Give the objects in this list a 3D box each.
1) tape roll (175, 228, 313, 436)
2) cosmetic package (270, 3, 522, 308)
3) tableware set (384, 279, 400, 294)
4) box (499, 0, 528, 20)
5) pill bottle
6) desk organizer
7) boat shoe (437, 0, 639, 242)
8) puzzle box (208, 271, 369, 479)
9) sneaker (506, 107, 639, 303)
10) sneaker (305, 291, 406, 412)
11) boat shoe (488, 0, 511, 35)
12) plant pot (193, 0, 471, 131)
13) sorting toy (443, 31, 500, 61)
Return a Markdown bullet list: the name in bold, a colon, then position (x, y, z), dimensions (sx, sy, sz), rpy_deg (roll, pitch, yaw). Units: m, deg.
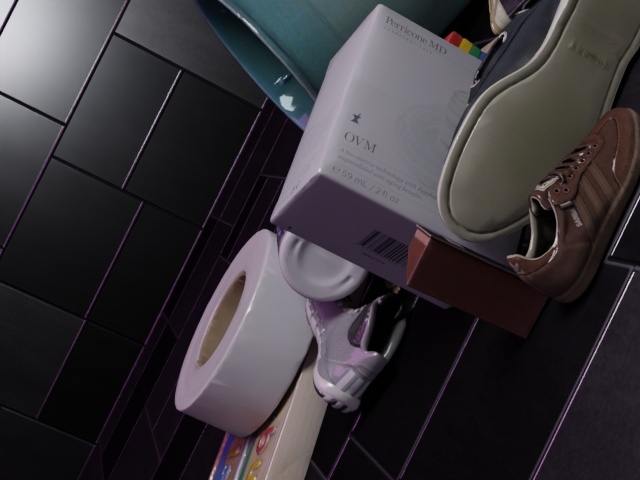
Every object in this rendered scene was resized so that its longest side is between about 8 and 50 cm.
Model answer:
- **tape roll**: position (-0.099, 0.131, 1.462), dimensions (0.286, 0.100, 0.286), rpy_deg (-56, 16, 26)
- **cosmetic package**: position (0.100, -0.086, 1.096), dimensions (0.138, 0.224, 0.224), rpy_deg (-41, 26, 58)
- **tableware set**: position (0.134, -0.009, 1.261), dimensions (0.168, 0.020, 0.141), rpy_deg (-65, 16, -12)
- **box**: position (0.276, -0.350, 1.253), dimensions (0.162, 0.029, 0.116), rpy_deg (-47, 32, 27)
- **pill bottle**: position (0.000, 0.000, 1.314), dimensions (0.112, 0.112, 0.186), rpy_deg (-61, 10, 10)
- **desk organizer**: position (0.138, 0.038, 0.936), dimensions (0.050, 0.130, 0.047), rpy_deg (-64, 14, 7)
- **boat shoe**: position (0.211, -0.148, 1.020), dimensions (0.340, 0.127, 0.113), rpy_deg (-63, 13, -4)
- **puzzle box**: position (-0.062, 0.238, 1.453), dimensions (0.272, 0.052, 0.408), rpy_deg (-38, 28, 58)
- **sneaker**: position (0.222, -0.042, 0.897), dimensions (0.188, 0.071, 0.066), rpy_deg (-68, 15, -15)
- **sneaker**: position (0.053, 0.096, 1.265), dimensions (0.132, 0.086, 0.228), rpy_deg (-48, 26, 24)
- **boat shoe**: position (0.243, -0.331, 1.377), dimensions (0.048, 0.056, 0.153), rpy_deg (-46, 29, 37)
- **plant pot**: position (0.041, -0.359, 1.544), dimensions (0.334, 0.341, 0.341), rpy_deg (-42, 14, -4)
- **sorting toy**: position (0.122, -0.146, 1.357), dimensions (0.257, 0.089, 0.255), rpy_deg (-63, 13, -20)
